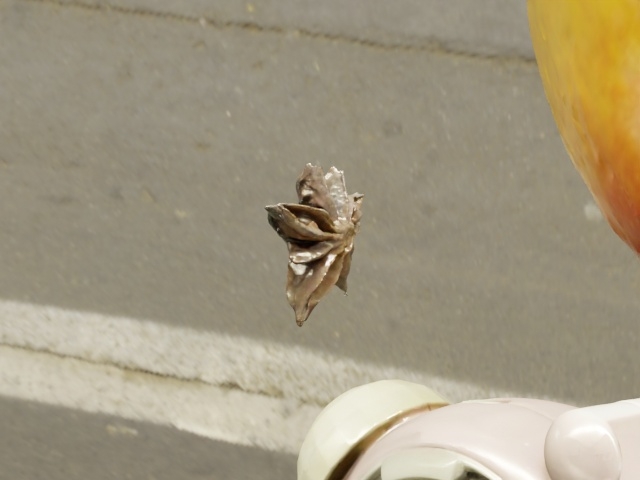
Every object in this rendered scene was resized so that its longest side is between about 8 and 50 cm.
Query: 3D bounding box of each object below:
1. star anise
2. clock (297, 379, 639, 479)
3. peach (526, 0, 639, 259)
[{"bbox_3d":[0.005,-0.009,1.150,0.056,0.124,0.129,4,32,32],"label":"star anise"},{"bbox_3d":[0.128,0.263,1.023,0.326,0.184,0.342,-13,77,43],"label":"clock"},{"bbox_3d":[0.197,-0.116,0.438,0.289,0.289,0.308,-8,71,8],"label":"peach"}]
